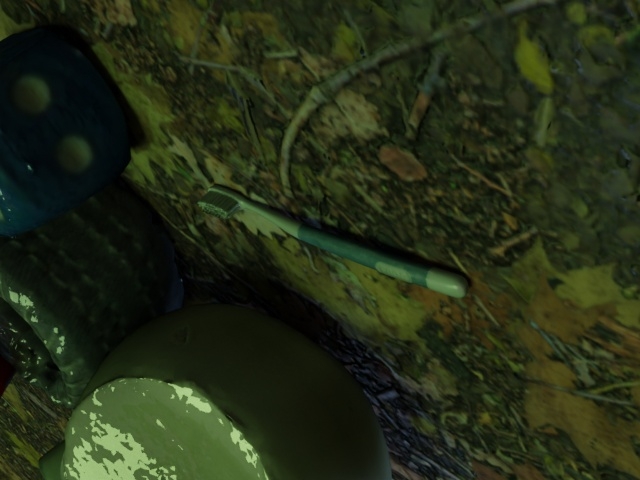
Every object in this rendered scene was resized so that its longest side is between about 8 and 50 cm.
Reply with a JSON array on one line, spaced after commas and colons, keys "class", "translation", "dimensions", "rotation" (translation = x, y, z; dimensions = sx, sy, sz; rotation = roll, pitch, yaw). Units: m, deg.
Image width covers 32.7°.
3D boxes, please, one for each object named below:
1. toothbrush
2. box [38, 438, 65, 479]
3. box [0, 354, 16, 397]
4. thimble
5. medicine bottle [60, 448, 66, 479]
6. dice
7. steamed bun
[{"class": "toothbrush", "translation": [0.000, 0.000, 0.867], "dimensions": [0.276, 0.025, 0.019], "rotation": [21, 144, 38]}, {"class": "box", "translation": [-0.231, 0.439, 1.535], "dimensions": [0.367, 0.090, 0.373], "rotation": [55, 175, 11]}, {"class": "box", "translation": [-0.408, 0.072, 1.205], "dimensions": [0.089, 0.313, 0.197], "rotation": [-16, 117, 15]}, {"class": "thimble", "translation": [-0.254, 0.047, 1.124], "dimensions": [0.205, 0.172, 0.236], "rotation": [17, 140, 46]}, {"class": "medicine bottle", "translation": [-0.125, 0.315, 1.271], "dimensions": [0.340, 0.208, 0.208], "rotation": [32, 150, 22]}, {"class": "dice", "translation": [-0.263, -0.096, 0.965], "dimensions": [0.146, 0.143, 0.146], "rotation": [2, 127, 54]}, {"class": "steamed bun", "translation": [-0.079, 0.215, 1.034], "dimensions": [0.324, 0.206, 0.324], "rotation": [12, 113, 31]}]
